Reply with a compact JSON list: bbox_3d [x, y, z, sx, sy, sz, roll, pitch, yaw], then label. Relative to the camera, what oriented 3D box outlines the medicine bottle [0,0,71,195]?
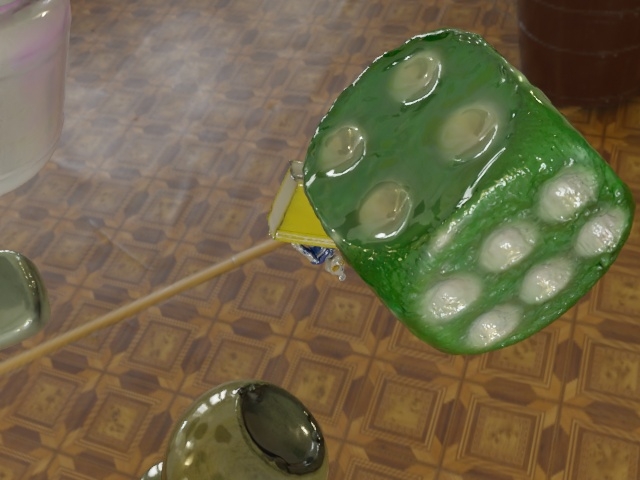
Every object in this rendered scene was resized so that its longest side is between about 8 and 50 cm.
[{"bbox_3d":[-0.356,-0.216,0.612,0.256,0.325,0.256,12,46,-12],"label":"medicine bottle"}]

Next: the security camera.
[{"bbox_3d":[-0.569,0.122,1.051,0.301,0.080,0.157,-22,77,-8],"label":"security camera"}]

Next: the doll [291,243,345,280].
[{"bbox_3d":[0.000,0.000,1.494,0.114,0.227,0.057,-48,31,-19],"label":"doll"}]

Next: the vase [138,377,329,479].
[{"bbox_3d":[-0.138,0.394,1.009,0.302,0.240,0.329,-48,31,24],"label":"vase"}]

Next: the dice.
[{"bbox_3d":[0.173,-0.058,0.855,0.297,0.287,0.300,-41,47,14],"label":"dice"}]

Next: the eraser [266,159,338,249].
[{"bbox_3d":[0.026,-0.056,1.273,0.225,0.158,0.069,7,43,-22],"label":"eraser"}]
